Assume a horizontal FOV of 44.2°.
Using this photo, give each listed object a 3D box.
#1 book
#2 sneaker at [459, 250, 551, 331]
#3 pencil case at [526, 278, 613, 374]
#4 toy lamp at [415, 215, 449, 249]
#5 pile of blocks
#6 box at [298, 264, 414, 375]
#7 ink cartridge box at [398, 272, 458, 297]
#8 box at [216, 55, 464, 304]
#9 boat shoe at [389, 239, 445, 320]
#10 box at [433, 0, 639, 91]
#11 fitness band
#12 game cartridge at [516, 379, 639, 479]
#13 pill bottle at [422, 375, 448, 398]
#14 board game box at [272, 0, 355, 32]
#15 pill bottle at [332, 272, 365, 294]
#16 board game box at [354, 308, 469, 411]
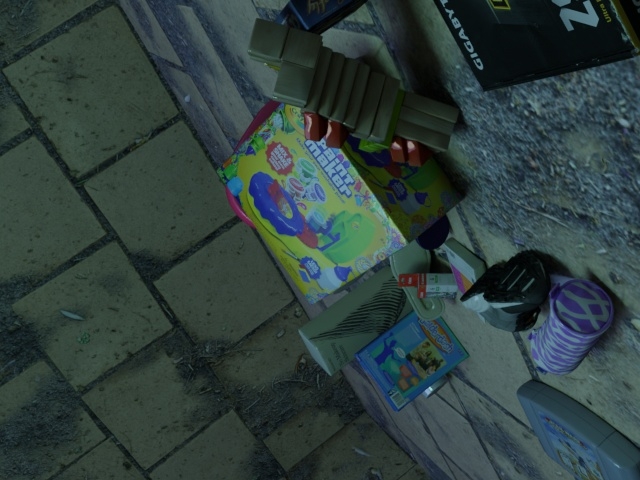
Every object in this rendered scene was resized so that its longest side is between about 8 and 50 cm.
[{"bbox_3d":[0.272,0.072,1.436,0.096,0.035,0.144,46,166,48],"label":"book"},{"bbox_3d":[0.307,0.090,1.224,0.108,0.100,0.271,43,173,3],"label":"sneaker"},{"bbox_3d":[0.352,0.125,1.122,0.088,0.086,0.206,40,163,19],"label":"pencil case"},{"bbox_3d":[0.135,-0.062,1.492,0.274,0.080,0.080,33,156,56],"label":"toy lamp"},{"bbox_3d":[0.030,-0.172,1.060,0.362,0.113,0.148,18,176,-39],"label":"pile of blocks"},{"bbox_3d":[0.093,0.187,1.868,0.094,0.275,0.113,38,160,50],"label":"box"},{"bbox_3d":[0.210,0.089,1.543,0.063,0.115,0.029,81,-170,-62],"label":"ink cartridge box"},{"bbox_3d":[0.026,-0.094,1.318,0.290,0.177,0.279,54,138,1],"label":"box"},{"bbox_3d":[0.190,0.053,1.602,0.079,0.083,0.233,-93,-17,-60],"label":"boat shoe"},{"bbox_3d":[0.158,-0.302,0.712,0.322,0.079,0.257,57,166,-13],"label":"box"},{"bbox_3d":[-0.057,-0.147,1.500,0.209,0.291,0.054,32,163,-9],"label":"fitness band"},{"bbox_3d":[0.478,0.374,1.423,0.198,0.062,0.297,56,169,-27],"label":"game cartridge"},{"bbox_3d":[0.246,0.318,2.063,0.184,0.103,0.103,50,168,20],"label":"pill bottle"},{"bbox_3d":[0.008,-0.314,1.059,0.042,0.165,0.243,56,169,-9],"label":"board game box"},{"bbox_3d":[0.000,0.000,2.021,0.265,0.153,0.153,51,168,13],"label":"pill bottle"},{"bbox_3d":[0.207,0.261,1.790,0.160,0.210,0.047,55,170,3],"label":"board game box"}]
